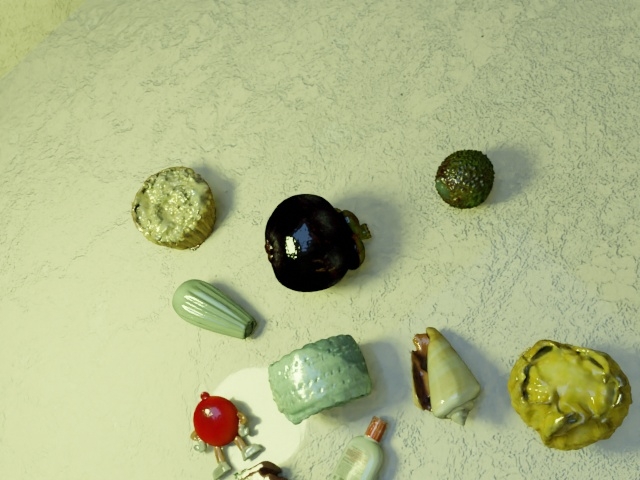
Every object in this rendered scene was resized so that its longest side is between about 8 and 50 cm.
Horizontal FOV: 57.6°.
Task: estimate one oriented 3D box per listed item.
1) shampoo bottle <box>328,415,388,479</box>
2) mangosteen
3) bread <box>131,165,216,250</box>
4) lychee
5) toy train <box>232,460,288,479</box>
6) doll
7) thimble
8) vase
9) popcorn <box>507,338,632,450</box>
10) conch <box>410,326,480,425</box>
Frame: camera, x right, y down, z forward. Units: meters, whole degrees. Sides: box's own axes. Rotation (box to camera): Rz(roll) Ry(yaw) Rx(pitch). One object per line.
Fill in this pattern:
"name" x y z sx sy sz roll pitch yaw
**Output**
"shampoo bottle" 0.099 0.540 1.431 0.108 0.051 0.221 15 68 45
"mangosteen" 0.000 0.000 1.587 0.301 0.275 0.275 -10 63 -19
"bread" -0.454 -0.098 1.834 0.273 0.149 0.274 -6 66 13
"lychee" 0.386 -0.167 1.540 0.171 0.171 0.171 -7 68 18
"toy train" -0.193 0.712 1.445 0.304 0.150 0.222 -33 52 8
"doll" -0.276 0.514 1.578 0.183 0.085 0.217 -35 80 8
"thimble" -0.002 0.352 1.463 0.249 0.205 0.172 -18 70 -4
"vase" -0.303 0.206 1.682 0.247 0.128 0.128 24 80 18
"popcorn" 0.537 0.338 1.275 0.250 0.190 0.251 -9 70 25
"conch" 0.308 0.334 1.417 0.158 0.127 0.255 -42 33 35
